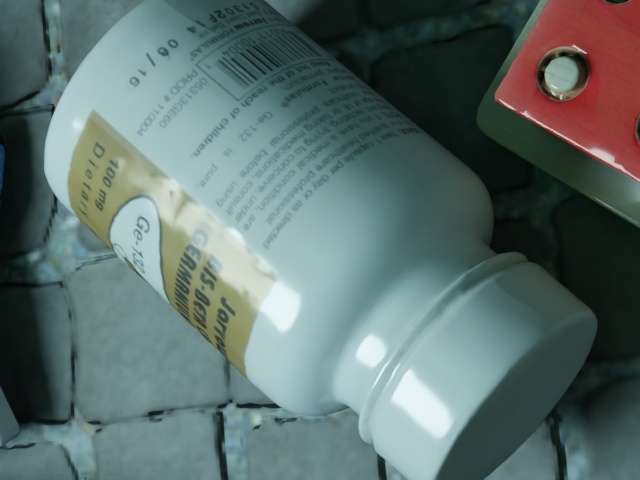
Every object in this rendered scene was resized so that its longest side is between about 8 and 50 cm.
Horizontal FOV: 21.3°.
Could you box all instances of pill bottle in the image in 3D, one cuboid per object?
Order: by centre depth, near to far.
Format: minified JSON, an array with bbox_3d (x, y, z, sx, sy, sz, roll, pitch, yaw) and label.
[{"bbox_3d":[0.000,0.000,0.733,0.229,0.131,0.131,41,102,22],"label":"pill bottle"}]

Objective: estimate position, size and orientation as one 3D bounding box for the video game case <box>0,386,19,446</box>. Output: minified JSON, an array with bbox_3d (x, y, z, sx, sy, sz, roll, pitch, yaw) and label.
[{"bbox_3d":[-0.267,0.037,0.866,0.183,0.023,0.201,-21,97,27],"label":"video game case"}]

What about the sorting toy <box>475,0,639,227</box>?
[{"bbox_3d":[0.217,-0.097,0.665,0.257,0.089,0.255,34,99,24],"label":"sorting toy"}]

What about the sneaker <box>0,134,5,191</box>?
[{"bbox_3d":[-0.231,-0.042,0.891,0.162,0.063,0.073,11,75,19],"label":"sneaker"}]
